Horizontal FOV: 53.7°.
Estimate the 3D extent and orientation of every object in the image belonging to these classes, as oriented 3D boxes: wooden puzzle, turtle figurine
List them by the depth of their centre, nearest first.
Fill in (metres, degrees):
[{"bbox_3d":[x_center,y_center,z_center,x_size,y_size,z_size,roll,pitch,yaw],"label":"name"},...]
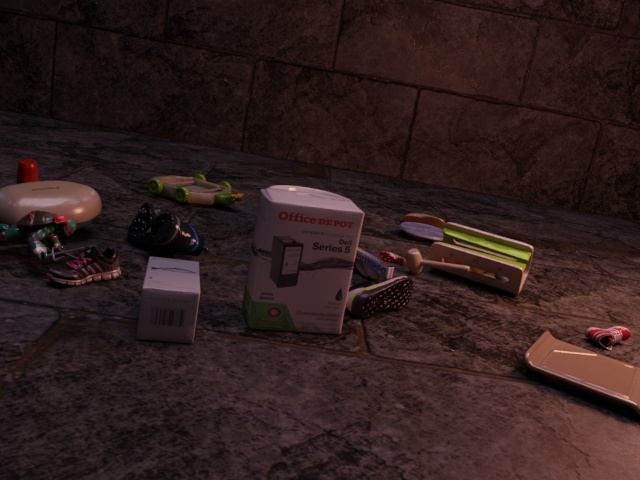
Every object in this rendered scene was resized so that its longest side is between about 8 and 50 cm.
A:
[{"bbox_3d":[0.559,0.276,1.319,0.239,0.044,0.221,24,19,27],"label":"wooden puzzle"},{"bbox_3d":[-0.632,-0.010,1.412,0.234,0.118,0.175,-2,1,-2],"label":"turtle figurine"}]

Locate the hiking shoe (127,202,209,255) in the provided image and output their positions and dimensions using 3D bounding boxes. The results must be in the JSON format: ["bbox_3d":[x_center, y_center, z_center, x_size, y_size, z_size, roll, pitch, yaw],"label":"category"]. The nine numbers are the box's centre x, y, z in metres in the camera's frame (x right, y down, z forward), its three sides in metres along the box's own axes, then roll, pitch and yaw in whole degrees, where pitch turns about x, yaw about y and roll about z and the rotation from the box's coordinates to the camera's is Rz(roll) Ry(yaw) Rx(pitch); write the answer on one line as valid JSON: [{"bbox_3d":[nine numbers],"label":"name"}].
[{"bbox_3d":[-0.411,-0.014,1.661,0.132,0.113,0.304,37,-9,-33],"label":"hiking shoe"}]

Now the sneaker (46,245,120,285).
[{"bbox_3d":[-0.504,0.049,1.354,0.063,0.074,0.170,22,19,36],"label":"sneaker"}]

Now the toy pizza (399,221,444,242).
[{"bbox_3d":[0.387,-0.025,2.328,0.202,0.032,0.201,11,15,-3],"label":"toy pizza"}]

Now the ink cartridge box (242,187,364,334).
[{"bbox_3d":[-0.040,0.044,1.307,0.199,0.272,0.115,6,16,-16],"label":"ink cartridge box"}]

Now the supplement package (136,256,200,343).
[{"bbox_3d":[-0.289,0.110,1.215,0.105,0.105,0.179,6,15,-14],"label":"supplement package"}]

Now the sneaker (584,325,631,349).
[{"bbox_3d":[0.720,0.239,1.551,0.119,0.042,0.067,0,12,-9],"label":"sneaker"}]

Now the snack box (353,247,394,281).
[{"bbox_3d":[0.134,0.073,1.725,0.022,0.064,0.178,3,17,-34],"label":"snack box"}]

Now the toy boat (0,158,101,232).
[{"bbox_3d":[-0.729,-0.094,1.656,0.268,0.148,0.318,-8,30,-37],"label":"toy boat"}]

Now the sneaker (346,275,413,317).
[{"bbox_3d":[0.129,0.120,1.509,0.097,0.084,0.235,22,18,40],"label":"sneaker"}]

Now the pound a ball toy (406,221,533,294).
[{"bbox_3d":[0.433,0.077,1.858,0.319,0.135,0.208,17,41,23],"label":"pound a ball toy"}]

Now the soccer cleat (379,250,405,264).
[{"bbox_3d":[0.221,0.053,1.938,0.083,0.029,0.036,18,7,15],"label":"soccer cleat"}]

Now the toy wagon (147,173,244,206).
[{"bbox_3d":[-0.432,-0.173,2.253,0.345,0.068,0.267,18,17,24],"label":"toy wagon"}]

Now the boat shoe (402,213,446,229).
[{"bbox_3d":[0.409,-0.078,2.480,0.170,0.062,0.059,12,21,8],"label":"boat shoe"}]

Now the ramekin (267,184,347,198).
[{"bbox_3d":[-0.045,-0.083,2.047,0.278,0.135,0.277,10,14,-3],"label":"ramekin"}]
